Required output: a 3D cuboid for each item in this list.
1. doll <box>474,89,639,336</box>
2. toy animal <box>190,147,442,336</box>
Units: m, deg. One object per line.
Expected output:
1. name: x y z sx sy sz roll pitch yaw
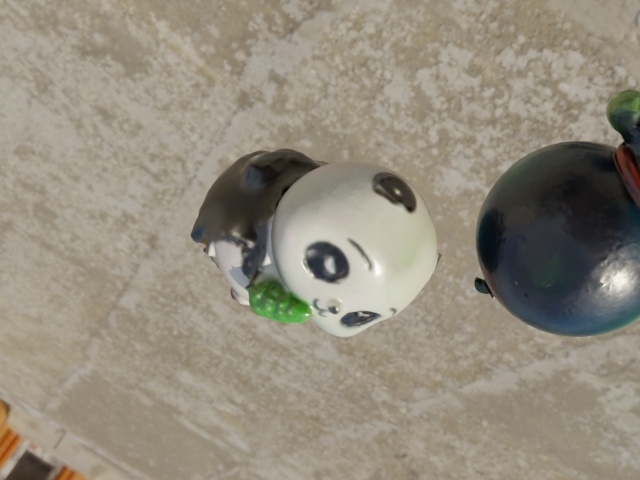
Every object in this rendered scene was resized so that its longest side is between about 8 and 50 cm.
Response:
1. doll: 0.286 -0.021 0.796 0.322 0.186 0.198 -37 88 34
2. toy animal: -0.005 0.007 0.918 0.266 0.212 0.212 19 151 45
